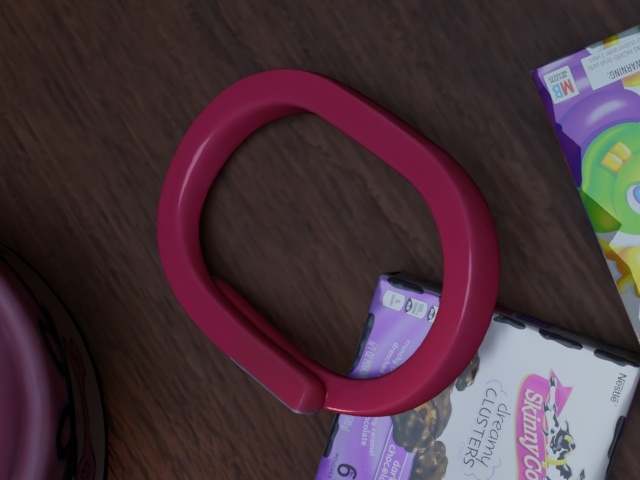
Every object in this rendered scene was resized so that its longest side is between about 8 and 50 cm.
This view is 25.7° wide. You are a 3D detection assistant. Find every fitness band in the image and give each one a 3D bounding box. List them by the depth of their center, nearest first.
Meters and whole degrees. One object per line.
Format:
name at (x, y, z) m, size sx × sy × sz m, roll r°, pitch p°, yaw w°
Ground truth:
fitness band at (0.000, 0.000, 1.003) m, size 0.291 × 0.054 × 0.209 m, roll 38°, pitch 102°, yaw 34°

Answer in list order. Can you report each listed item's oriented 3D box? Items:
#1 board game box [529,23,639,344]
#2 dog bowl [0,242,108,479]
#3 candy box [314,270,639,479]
board game box at (0.261, -0.008, 0.937) m, size 0.144 × 0.142 × 0.275 m, roll -23°, pitch 86°, yaw 13°
dog bowl at (-0.359, 0.144, 1.005) m, size 0.408 × 0.150 × 0.408 m, roll 2°, pitch 73°, yaw -7°
candy box at (0.115, 0.130, 1.013) m, size 0.196 × 0.070 × 0.165 m, roll 19°, pitch 95°, yaw 13°
